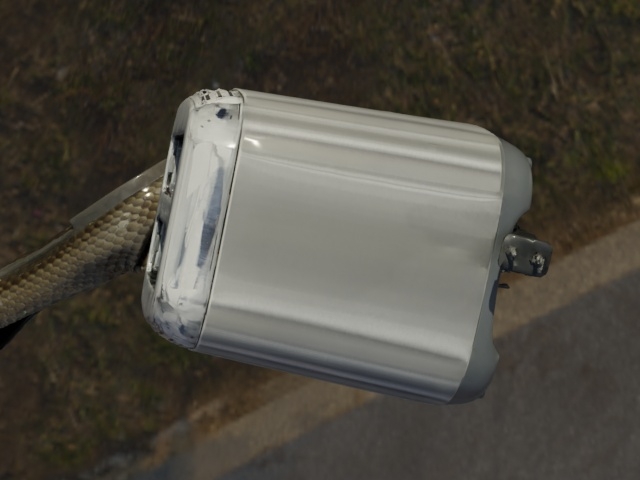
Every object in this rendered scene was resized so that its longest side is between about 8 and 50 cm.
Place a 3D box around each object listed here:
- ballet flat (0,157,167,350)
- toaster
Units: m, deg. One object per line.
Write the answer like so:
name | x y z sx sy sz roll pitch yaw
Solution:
ballet flat | -0.163 0.034 0.821 0.250 0.084 0.058 -32 96 26
toaster | 0.000 0.000 0.631 0.146 0.227 0.129 10 93 -10
